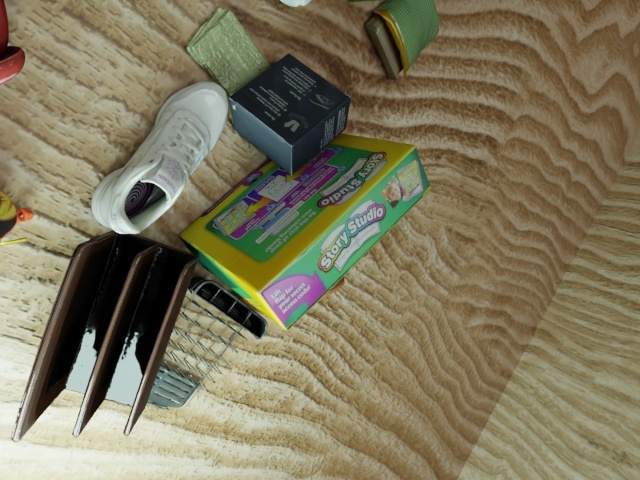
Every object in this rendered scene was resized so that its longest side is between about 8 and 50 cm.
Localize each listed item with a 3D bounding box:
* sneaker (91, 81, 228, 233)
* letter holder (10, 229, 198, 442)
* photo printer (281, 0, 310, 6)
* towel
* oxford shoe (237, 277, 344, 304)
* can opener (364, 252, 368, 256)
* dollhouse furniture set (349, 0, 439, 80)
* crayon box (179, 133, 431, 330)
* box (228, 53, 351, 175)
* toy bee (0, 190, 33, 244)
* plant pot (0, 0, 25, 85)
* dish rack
[{"bbox_3d":[-0.239,-0.131,0.760,0.114,0.152,0.305,42,77,-39],"label":"sneaker"},{"bbox_3d":[-0.326,0.155,0.725,0.152,0.214,0.302,20,94,-9],"label":"letter holder"},{"bbox_3d":[0.017,-0.588,0.756,0.307,0.107,0.256,-52,167,-11],"label":"photo printer"},{"bbox_3d":[-0.160,-0.328,0.831,0.110,0.027,0.148,-54,130,-11],"label":"towel"},{"bbox_3d":[-0.053,0.078,1.031,0.271,0.097,0.098,-4,103,-38],"label":"oxford shoe"},{"bbox_3d":[0.000,0.000,1.053,0.076,0.095,0.283,-38,154,29],"label":"can opener"},{"bbox_3d":[0.194,-0.509,0.967,0.197,0.151,0.301,-50,130,-13],"label":"dollhouse furniture set"},{"bbox_3d":[-0.037,-0.051,0.845,0.363,0.313,0.106,-43,128,-18],"label":"crayon box"},{"bbox_3d":[-0.056,-0.234,0.851,0.158,0.156,0.093,-44,164,-21],"label":"box"},{"bbox_3d":[-0.465,-0.014,0.616,0.162,0.195,0.298,25,78,-66],"label":"toy bee"},{"bbox_3d":[-0.454,-0.256,0.518,0.191,0.191,0.174,-33,133,-26],"label":"plant pot"},{"bbox_3d":[-0.259,0.219,0.929,0.271,0.074,0.208,-52,130,-11],"label":"dish rack"}]
